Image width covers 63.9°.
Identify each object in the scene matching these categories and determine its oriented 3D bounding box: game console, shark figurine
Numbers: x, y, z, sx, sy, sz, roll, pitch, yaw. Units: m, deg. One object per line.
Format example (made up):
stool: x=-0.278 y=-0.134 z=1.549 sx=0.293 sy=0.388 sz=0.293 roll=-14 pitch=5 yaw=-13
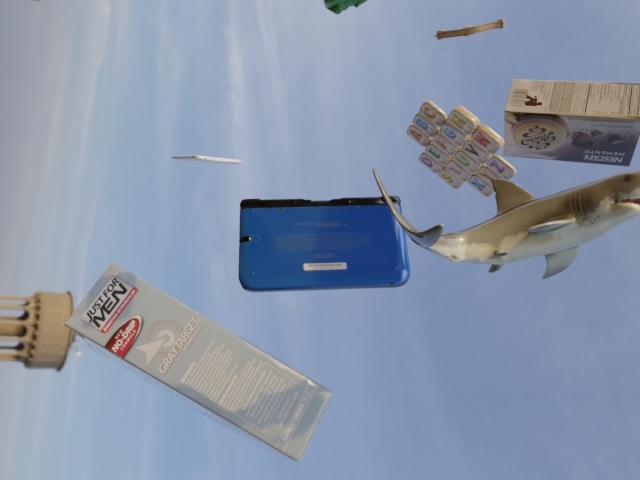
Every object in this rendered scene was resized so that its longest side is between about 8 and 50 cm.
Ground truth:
game console: x=0.000 y=0.000 z=0.973 sx=0.173 sy=0.293 sz=0.250 roll=94 pitch=-7 yaw=-63
shark figurine: x=0.190 y=-0.028 z=0.557 sx=0.166 sy=0.278 sz=0.116 roll=93 pitch=-13 yaw=-58

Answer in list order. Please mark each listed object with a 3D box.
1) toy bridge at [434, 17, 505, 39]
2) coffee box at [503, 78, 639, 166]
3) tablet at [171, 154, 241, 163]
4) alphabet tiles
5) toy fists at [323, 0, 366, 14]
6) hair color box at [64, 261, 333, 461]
toy bridge: x=0.404 y=-0.575 z=1.405 sx=0.188 sy=0.063 sz=0.026 roll=0 pitch=-63 yaw=28
coffee box: x=0.612 y=-0.289 z=1.256 sx=0.297 sy=0.168 sz=0.119 roll=10 pitch=-118 yaw=23
tablet: x=-0.132 y=-0.092 z=0.590 sx=0.083 sy=0.054 sz=0.006 roll=11 pitch=-81 yaw=55
alphabet tiles: x=0.341 y=-0.221 z=1.281 sx=0.021 sy=0.278 sz=0.284 roll=-48 pitch=175 yaw=-16
toy fists: x=0.127 y=-0.728 z=1.402 sx=0.279 sy=0.096 sz=0.142 roll=-38 pitch=-177 yaw=3
hair color box: x=-0.184 y=0.198 z=0.800 sx=0.114 sy=0.374 sz=0.185 roll=-60 pitch=-179 yaw=-25
